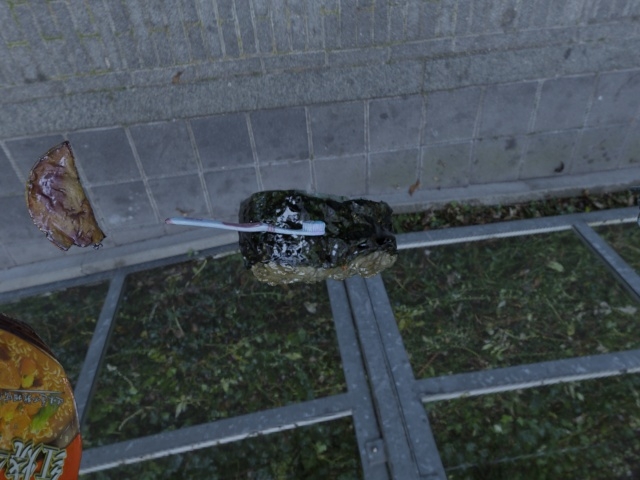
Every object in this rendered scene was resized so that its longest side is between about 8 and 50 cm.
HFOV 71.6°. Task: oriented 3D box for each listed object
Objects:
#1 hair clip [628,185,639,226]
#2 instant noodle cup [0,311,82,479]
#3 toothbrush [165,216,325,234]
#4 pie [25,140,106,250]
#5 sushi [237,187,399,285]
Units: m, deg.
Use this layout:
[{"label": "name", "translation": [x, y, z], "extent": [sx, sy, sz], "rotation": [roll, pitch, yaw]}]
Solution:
[{"label": "hair clip", "translation": [0.510, -0.103, 0.599], "extent": [0.048, 0.083, 0.275], "rotation": [2, 158, 8]}, {"label": "instant noodle cup", "translation": [-0.315, 0.168, 0.311], "extent": [0.174, 0.213, 0.213], "rotation": [-16, 130, 9]}, {"label": "toothbrush", "translation": [-0.090, -0.019, 0.540], "extent": [0.193, 0.013, 0.019], "rotation": [3, 119, -7]}, {"label": "pie", "translation": [-0.378, -0.051, 0.655], "extent": [0.034, 0.092, 0.170], "rotation": [12, 126, 37]}, {"label": "sushi", "translation": [0.000, 0.000, 0.874], "extent": [0.350, 0.171, 0.210], "rotation": [3, 172, -45]}]
